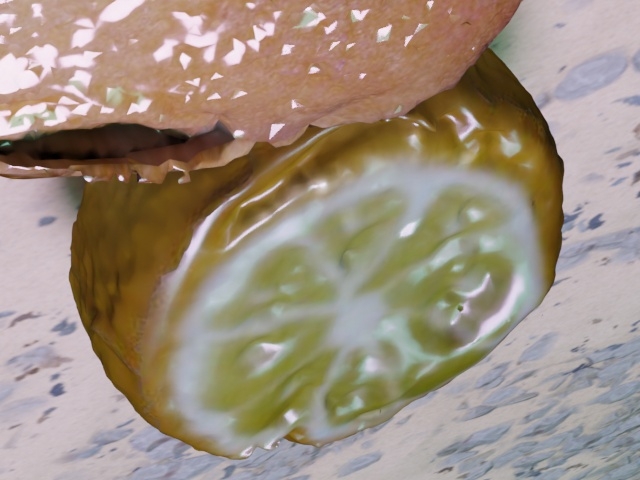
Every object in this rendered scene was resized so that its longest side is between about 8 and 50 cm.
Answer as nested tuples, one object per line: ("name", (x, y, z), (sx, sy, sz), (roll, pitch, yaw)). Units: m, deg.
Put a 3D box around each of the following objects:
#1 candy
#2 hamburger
("candy", (0.000, 0.000, 0.918), (0.260, 0.118, 0.260), (-20, 137, -19))
("hamburger", (-0.066, -0.144, 0.487), (0.260, 0.211, 0.245), (-31, 149, 4))
